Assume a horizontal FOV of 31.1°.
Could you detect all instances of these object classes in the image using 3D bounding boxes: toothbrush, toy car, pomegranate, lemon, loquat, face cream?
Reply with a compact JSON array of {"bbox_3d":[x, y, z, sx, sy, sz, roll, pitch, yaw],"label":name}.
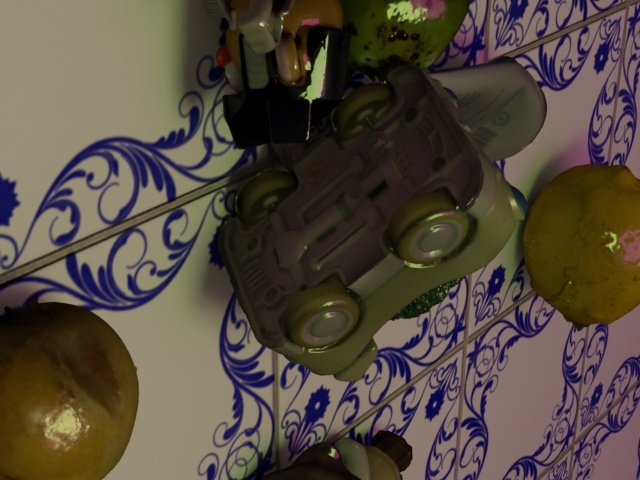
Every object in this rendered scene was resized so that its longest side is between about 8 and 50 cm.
[{"bbox_3d":[-0.082,-0.187,1.350,0.307,0.029,0.025,67,28,-47],"label":"toothbrush"},{"bbox_3d":[0.070,-0.007,1.358,0.336,0.242,0.226,-40,140,15],"label":"toy car"},{"bbox_3d":[0.088,-0.282,1.394,0.198,0.198,0.246,-62,154,-11],"label":"pomegranate"},{"bbox_3d":[0.482,0.009,2.026,0.253,0.253,0.311,-19,125,-48],"label":"lemon"},{"bbox_3d":[-0.274,0.152,1.106,0.213,0.213,0.213,-29,128,-44],"label":"loquat"},{"bbox_3d":[0.174,-0.162,1.600,0.420,0.137,0.235,-18,157,-50],"label":"face cream"}]

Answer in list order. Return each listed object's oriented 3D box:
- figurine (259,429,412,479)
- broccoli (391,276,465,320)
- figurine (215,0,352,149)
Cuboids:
[{"bbox_3d":[0.008,0.376,1.665,0.218,0.206,0.365,-60,177,24],"label":"figurine"},{"bbox_3d":[0.112,0.037,1.610,0.195,0.195,0.156,30,44,-55],"label":"broccoli"},{"bbox_3d":[-0.040,-0.240,1.217,0.308,0.143,0.309,-1,90,-67],"label":"figurine"}]
